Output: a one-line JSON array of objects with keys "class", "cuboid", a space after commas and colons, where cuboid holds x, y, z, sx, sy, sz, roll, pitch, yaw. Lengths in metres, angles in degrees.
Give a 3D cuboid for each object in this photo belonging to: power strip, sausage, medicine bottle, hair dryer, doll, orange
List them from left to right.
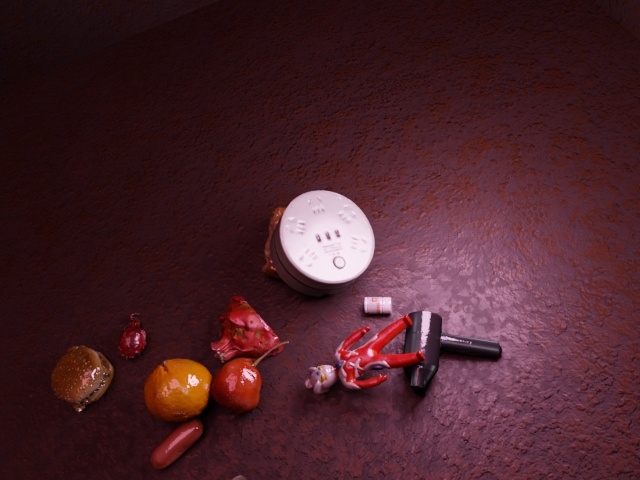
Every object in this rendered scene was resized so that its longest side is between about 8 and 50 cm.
[{"class": "sausage", "cuboid": [-0.450, 0.635, 1.738, 0.194, 0.077, 0.077, -43, 61, -13]}, {"class": "orange", "cuboid": [-0.447, 0.471, 1.751, 0.219, 0.193, 0.219, 1, 16, 0]}, {"class": "power strip", "cuboid": [0.000, 0.000, 1.879, 0.357, 0.161, 0.358, 7, 66, -15]}, {"class": "doll", "cuboid": [0.123, 0.370, 1.703, 0.383, 0.099, 0.188, -29, 49, 13]}, {"class": "medicine bottle", "cuboid": [0.192, 0.217, 1.852, 0.089, 0.057, 0.057, -1, 60, 11]}, {"class": "hair dryer", "cuboid": [0.406, 0.362, 1.704, 0.302, 0.116, 0.245, 6, 64, 8]}]

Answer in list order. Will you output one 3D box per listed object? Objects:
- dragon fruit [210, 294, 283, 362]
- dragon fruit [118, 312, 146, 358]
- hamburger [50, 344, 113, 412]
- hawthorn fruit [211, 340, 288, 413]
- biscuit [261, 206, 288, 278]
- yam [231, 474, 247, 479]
[{"class": "dragon fruit", "cuboid": [-0.277, 0.316, 1.852, 0.262, 0.134, 0.211, 36, 76, 28]}, {"class": "dragon fruit", "cuboid": [-0.660, 0.327, 1.959, 0.094, 0.094, 0.191, -10, 47, 6]}, {"class": "hamburger", "cuboid": [-0.826, 0.456, 1.895, 0.189, 0.122, 0.215, -42, 58, -11]}, {"class": "hawthorn fruit", "cuboid": [-0.219, 0.412, 1.760, 0.165, 0.165, 0.285, 34, 79, 27]}, {"class": "biscuit", "cuboid": [-0.102, 0.016, 2.009, 0.213, 0.091, 0.274, 11, 61, 4]}, {"class": "yam", "cuboid": [-0.167, 0.784, 1.578, 0.259, 0.093, 0.093, 31, 70, 26]}]
